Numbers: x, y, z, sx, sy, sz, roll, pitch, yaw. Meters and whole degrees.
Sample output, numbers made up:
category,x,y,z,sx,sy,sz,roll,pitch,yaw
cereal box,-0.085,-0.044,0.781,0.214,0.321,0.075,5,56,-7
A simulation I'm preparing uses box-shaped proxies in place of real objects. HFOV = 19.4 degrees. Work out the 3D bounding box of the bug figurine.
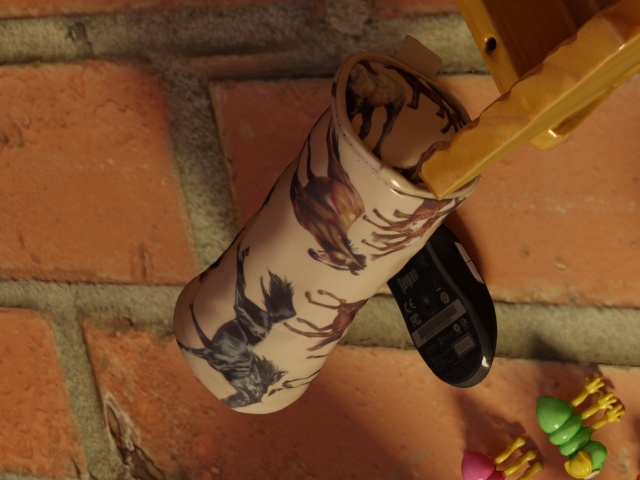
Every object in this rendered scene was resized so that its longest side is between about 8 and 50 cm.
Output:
category,x,y,z,sx,sy,sz,roll,pitch,yaw
bug figurine,0.242,0.263,1.807,0.216,0.072,0.279,53,132,5

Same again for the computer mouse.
category,x,y,z,sx,sy,sz,roll,pitch,yaw
computer mouse,0.120,-0.002,1.786,0.262,0.060,0.184,58,137,16

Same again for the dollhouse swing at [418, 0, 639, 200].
category,x,y,z,sx,sy,sz,roll,pitch,yaw
dollhouse swing,0.184,-0.242,1.401,0.347,0.305,0.315,-40,70,48

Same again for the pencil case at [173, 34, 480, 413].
category,x,y,z,sx,sy,sz,roll,pitch,yaw
pencil case,0.000,0.000,1.756,0.160,0.183,0.410,35,135,-2
